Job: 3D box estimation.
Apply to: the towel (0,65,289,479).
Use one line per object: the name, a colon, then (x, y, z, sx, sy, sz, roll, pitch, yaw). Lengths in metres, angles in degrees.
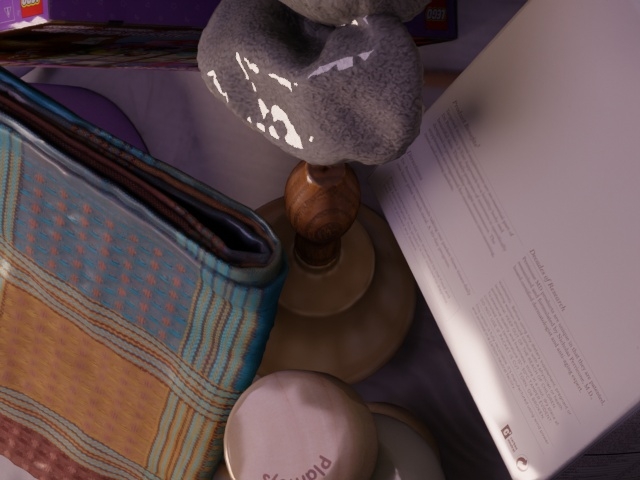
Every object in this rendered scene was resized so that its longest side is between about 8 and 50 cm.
towel: (-0.167, 0.045, 1.076, 0.271, 0.040, 0.370, 30, 144, 7)

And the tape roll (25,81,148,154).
tape roll: (-0.231, 0.017, 1.372, 0.275, 0.090, 0.275, -2, 87, 49)

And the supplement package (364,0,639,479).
supplement package: (0.165, -0.013, 0.876, 0.203, 0.149, 0.194, -47, 56, 37)

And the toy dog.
toy dog: (0.014, 0.235, 1.026, 0.161, 0.220, 0.334, 18, 109, 25)

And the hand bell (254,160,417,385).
hand bell: (0.000, 0.000, 0.991, 0.242, 0.126, 0.126, 97, 161, -75)

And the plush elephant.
plush elephant: (0.021, -0.193, 0.839, 0.255, 0.330, 0.272, 50, 152, 46)

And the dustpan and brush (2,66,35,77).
dustpan and brush: (-0.207, -0.204, 1.339, 0.211, 0.147, 0.060, -22, 53, 25)

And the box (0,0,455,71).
box: (-0.093, -0.136, 1.061, 0.201, 0.293, 0.057, -2, 91, 49)
